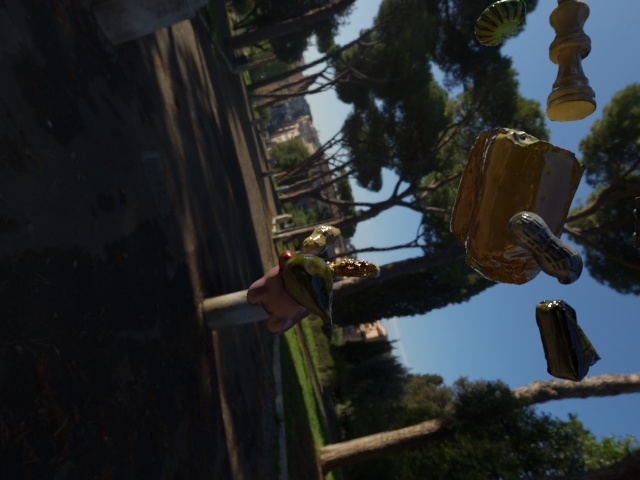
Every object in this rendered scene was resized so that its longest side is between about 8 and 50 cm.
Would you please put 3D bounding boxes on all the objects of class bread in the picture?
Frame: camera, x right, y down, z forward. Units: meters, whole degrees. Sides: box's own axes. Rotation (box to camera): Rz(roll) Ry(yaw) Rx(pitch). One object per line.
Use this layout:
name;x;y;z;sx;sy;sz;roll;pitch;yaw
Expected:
bread;0.508;-0.610;1.255;0.130;0.139;0.071;66;10;-63
bread;0.511;-0.082;1.194;0.361;0.251;0.393;-62;163;-80

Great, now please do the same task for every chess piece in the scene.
chess piece;0.683;-0.528;1.218;0.117;0.117;0.396;73;24;-76

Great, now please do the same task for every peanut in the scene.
peanut;0.000;0.000;1.775;0.214;0.100;0.099;-42;128;-40

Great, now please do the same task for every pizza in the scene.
pizza;0.121;0.115;1.855;0.289;0.229;0.081;168;-78;-75

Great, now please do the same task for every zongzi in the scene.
zongzi;0.933;0.350;1.647;0.138;0.300;0.285;-22;-106;56

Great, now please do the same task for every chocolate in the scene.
chocolate;0.436;0.013;0.865;0.167;0.072;0.072;48;-6;13

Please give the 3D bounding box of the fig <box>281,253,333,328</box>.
fig;-0.034;0.129;1.120;0.133;0.127;0.184;61;27;-70

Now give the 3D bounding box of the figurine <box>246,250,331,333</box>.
figurine;-0.100;0.184;1.621;0.269;0.261;0.211;53;23;-1

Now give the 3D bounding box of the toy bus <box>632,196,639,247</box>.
toy bus;1.171;-0.063;1.563;0.091;0.103;0.181;-176;-95;-70
